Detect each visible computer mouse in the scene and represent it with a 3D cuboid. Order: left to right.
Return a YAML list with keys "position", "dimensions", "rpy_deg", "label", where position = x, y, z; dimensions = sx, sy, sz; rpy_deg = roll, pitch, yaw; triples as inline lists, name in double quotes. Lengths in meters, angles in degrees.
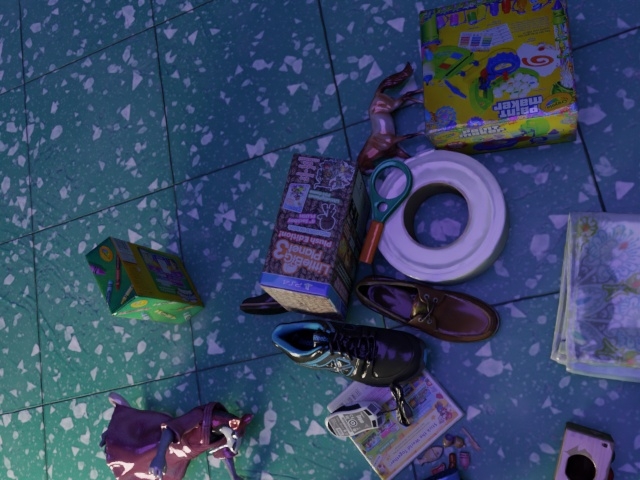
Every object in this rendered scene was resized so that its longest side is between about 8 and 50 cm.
- position: [0.099, 0.362, 1.302]
  dimensions: [0.193, 0.042, 0.106]
  rpy_deg: [-20, 111, 21]
  label: "computer mouse"

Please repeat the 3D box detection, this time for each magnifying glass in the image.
- position: [0.130, -0.063, 1.313]
  dimensions: [0.092, 0.026, 0.231]
  rpy_deg: [17, 88, 24]
  label: "magnifying glass"

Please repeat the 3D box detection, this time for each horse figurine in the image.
- position: [0.170, -0.274, 1.425]
  dimensions: [0.174, 0.066, 0.263]
  rpy_deg: [-2, 81, 16]
  label: "horse figurine"

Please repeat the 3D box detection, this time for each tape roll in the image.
- position: [0.257, -0.047, 1.326]
  dimensions: [0.286, 0.100, 0.286]
  rpy_deg: [-4, 78, 22]
  label: "tape roll"

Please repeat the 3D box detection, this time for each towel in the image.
- position: [0.640, 0.110, 1.146]
  dimensions: [0.374, 0.090, 0.321]
  rpy_deg: [5, 83, 23]
  label: "towel"

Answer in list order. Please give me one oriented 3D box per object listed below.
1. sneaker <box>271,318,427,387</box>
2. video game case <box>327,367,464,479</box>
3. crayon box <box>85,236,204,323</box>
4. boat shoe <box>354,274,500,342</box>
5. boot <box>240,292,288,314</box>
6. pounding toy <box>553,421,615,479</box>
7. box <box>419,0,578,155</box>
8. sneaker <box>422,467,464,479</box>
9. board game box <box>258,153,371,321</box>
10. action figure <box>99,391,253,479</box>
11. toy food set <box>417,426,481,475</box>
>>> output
- position: [0.054, 0.236, 1.311]
  dimensions: [0.340, 0.139, 0.125]
  rpy_deg: [-1, 69, 27]
  label: "sneaker"
- position: [0.157, 0.366, 1.327]
  dimensions: [0.227, 0.026, 0.206]
  rpy_deg: [-44, 67, 8]
  label: "video game case"
- position: [-0.410, 0.102, 1.469]
  dimensions: [0.081, 0.278, 0.165]
  rpy_deg: [-37, 68, 11]
  label: "crayon box"
- position: [0.216, 0.148, 1.298]
  dimensions: [0.307, 0.104, 0.111]
  rpy_deg: [11, 87, 24]
  label: "boat shoe"
- position: [-0.094, 0.100, 1.462]
  dimensions: [0.197, 0.077, 0.137]
  rpy_deg: [-8, 72, 7]
  label: "boot"
- position: [0.464, 0.447, 1.100]
  dimensions: [0.094, 0.181, 0.206]
  rpy_deg: [13, 85, 23]
  label: "pounding toy"
- position: [0.372, -0.345, 1.294]
  dimensions: [0.289, 0.177, 0.279]
  rpy_deg: [-5, 78, 21]
  label: "box"
- position: [0.194, 0.544, 1.246]
  dimensions: [0.232, 0.081, 0.090]
  rpy_deg: [-29, 78, 19]
  label: "sneaker"
- position: [0.000, 0.000, 1.315]
  dimensions: [0.141, 0.232, 0.291]
  rpy_deg: [9, 73, 15]
  label: "board game box"
- position: [-0.308, 0.458, 1.439]
  dimensions: [0.370, 0.248, 0.276]
  rpy_deg: [-27, 44, 16]
  label: "action figure"
- position: [0.266, 0.446, 1.269]
  dimensions: [0.122, 0.019, 0.078]
  rpy_deg: [-44, 67, 9]
  label: "toy food set"
